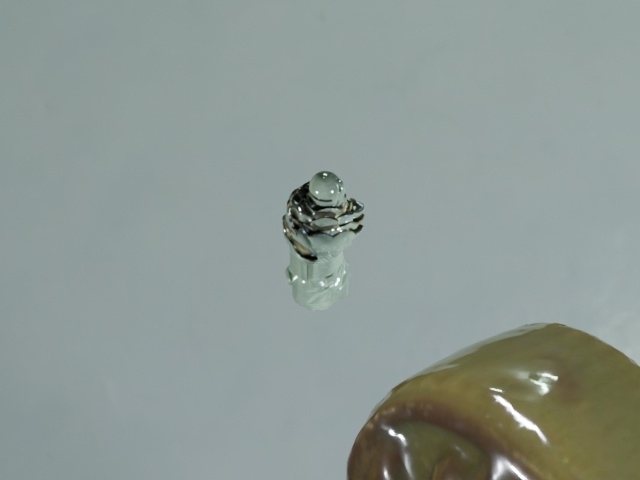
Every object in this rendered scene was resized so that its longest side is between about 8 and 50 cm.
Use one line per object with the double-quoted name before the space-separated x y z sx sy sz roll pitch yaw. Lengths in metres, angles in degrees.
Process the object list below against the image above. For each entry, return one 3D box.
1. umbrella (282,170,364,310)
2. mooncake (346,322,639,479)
"umbrella" 0.000 0.000 1.624 0.067 0.143 0.062 7 43 -1
"mooncake" 0.148 0.209 1.358 0.155 0.284 0.284 -24 47 -37
